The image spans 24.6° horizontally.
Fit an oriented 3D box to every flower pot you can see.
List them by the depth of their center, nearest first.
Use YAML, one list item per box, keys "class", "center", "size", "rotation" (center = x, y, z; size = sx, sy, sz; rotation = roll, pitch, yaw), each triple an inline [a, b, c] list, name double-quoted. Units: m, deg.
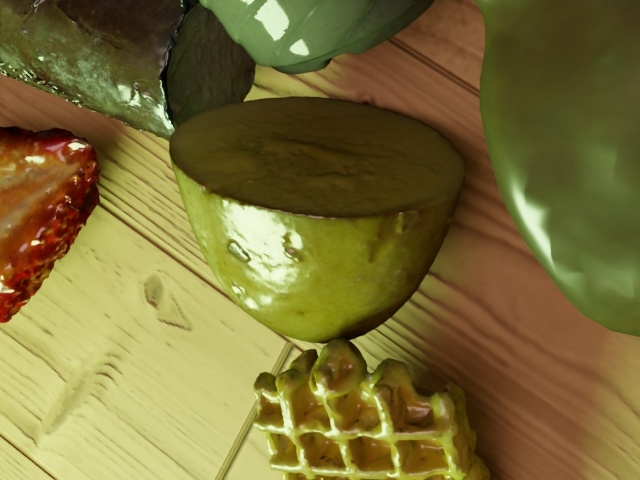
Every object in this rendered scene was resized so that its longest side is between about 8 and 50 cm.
- class: "flower pot"
  center: [-0.005, -0.202, 0.972]
  size: [0.236, 0.235, 0.140]
  rotation: [-14, 119, 29]

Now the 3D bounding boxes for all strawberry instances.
- class: "strawberry"
  center: [-0.265, -0.027, 1.201]
  size: [0.228, 0.098, 0.174]
  rotation: [-42, 65, 16]

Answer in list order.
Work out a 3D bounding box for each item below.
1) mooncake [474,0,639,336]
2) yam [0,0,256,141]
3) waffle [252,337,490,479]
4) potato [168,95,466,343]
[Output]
- class: "mooncake"
  center: [0.238, -0.165, 0.714]
  size: [0.262, 0.467, 0.467]
  rotation: [-22, 91, 34]
- class: "yam"
  center: [-0.184, -0.169, 1.108]
  size: [0.280, 0.131, 0.131]
  rotation: [24, 111, 24]
- class: "waffle"
  center: [0.041, 0.155, 1.053]
  size: [0.161, 0.055, 0.210]
  rotation: [0, 128, 26]
- class: "potato"
  center: [0.000, 0.000, 1.035]
  size: [0.204, 0.178, 0.158]
  rotation: [1, 121, 6]
